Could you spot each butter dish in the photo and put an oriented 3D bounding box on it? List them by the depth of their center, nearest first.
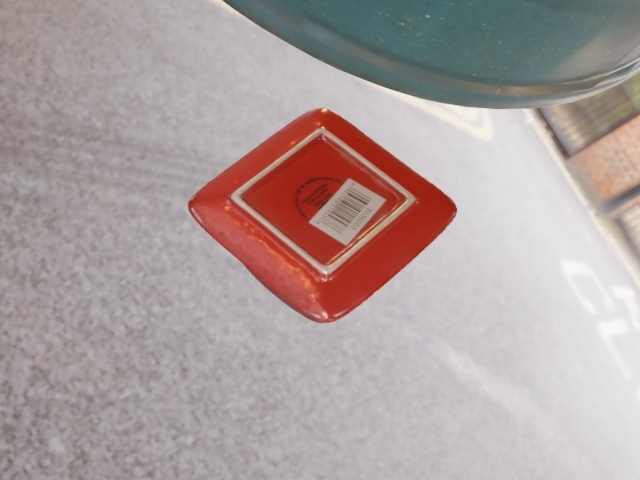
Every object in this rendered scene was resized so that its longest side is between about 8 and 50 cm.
[{"bbox_3d":[0.000,0.000,0.946,0.160,0.160,0.118,38,-30,22],"label":"butter dish"}]

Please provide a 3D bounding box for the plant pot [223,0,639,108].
[{"bbox_3d":[0.084,-0.207,0.289,0.272,0.255,0.271,10,66,-25],"label":"plant pot"}]
